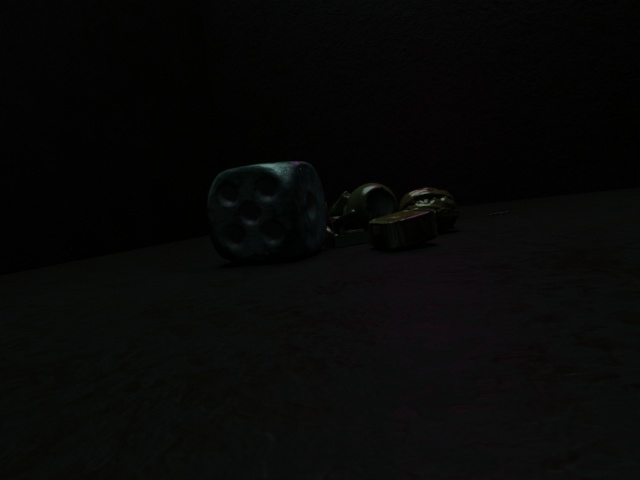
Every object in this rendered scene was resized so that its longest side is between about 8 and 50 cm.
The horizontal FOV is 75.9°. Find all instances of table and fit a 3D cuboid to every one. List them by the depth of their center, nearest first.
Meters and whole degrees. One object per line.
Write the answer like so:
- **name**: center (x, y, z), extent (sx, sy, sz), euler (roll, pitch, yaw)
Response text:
- **table**: center (0.140, -0.044, 1.640), extent (0.240, 0.111, 0.121), euler (-9, 5, -21)

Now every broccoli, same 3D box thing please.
- **broccoli**: center (0.090, -0.157, 2.212), extent (0.165, 0.145, 0.304), euler (-2, -31, -27)

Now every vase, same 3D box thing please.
- **vase**: center (0.188, -0.126, 1.976), extent (0.329, 0.240, 0.302), euler (-23, -1, -19)

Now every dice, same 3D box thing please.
- **dice**: center (-0.184, -0.099, 1.476), extent (0.348, 0.330, 0.328), euler (-7, 4, 20)

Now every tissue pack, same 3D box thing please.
- **tissue pack**: center (0.060, -0.070, 2.088), extent (0.149, 0.099, 0.106), euler (-10, 6, -37)

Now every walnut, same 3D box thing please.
- **walnut**: center (0.434, -0.120, 1.662), extent (0.245, 0.198, 0.198), euler (-6, 5, -1)

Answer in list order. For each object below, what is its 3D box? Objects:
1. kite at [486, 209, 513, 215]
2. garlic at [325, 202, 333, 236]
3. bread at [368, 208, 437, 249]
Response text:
- **kite**: center (0.975, -0.150, 2.250), extent (0.160, 0.010, 0.183), euler (-12, 3, -19)
- **garlic**: center (-0.036, -0.075, 1.882), extent (0.245, 0.245, 0.253), euler (-11, 36, -40)
- **bread**: center (0.269, -0.032, 1.356), extent (0.192, 0.109, 0.210), euler (-15, 7, -20)
